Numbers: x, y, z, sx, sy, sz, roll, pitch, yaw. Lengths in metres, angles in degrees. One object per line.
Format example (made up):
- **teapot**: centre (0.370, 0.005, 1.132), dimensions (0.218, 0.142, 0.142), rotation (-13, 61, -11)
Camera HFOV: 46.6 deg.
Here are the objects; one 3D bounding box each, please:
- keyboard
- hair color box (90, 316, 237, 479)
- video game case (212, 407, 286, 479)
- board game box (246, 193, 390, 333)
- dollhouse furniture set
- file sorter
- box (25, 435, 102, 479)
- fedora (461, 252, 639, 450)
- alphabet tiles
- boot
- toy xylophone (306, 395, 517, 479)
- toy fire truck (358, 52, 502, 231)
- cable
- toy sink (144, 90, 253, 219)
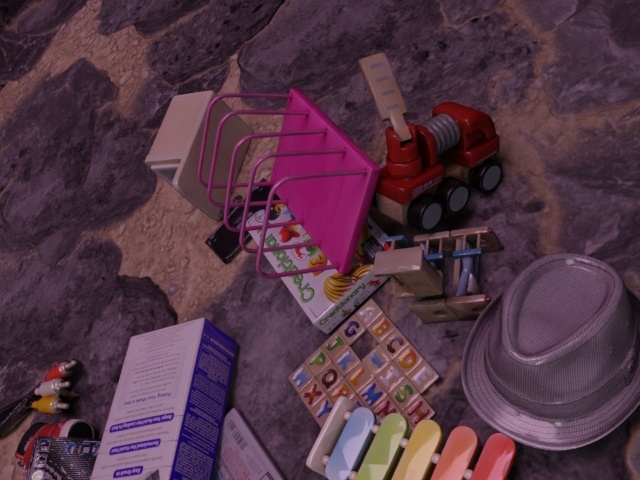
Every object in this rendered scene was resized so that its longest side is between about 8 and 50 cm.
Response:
- **keyboard**: centre (-0.159, -0.046, 1.508), dimensions (0.180, 0.023, 0.108), rotation (-47, 53, -1)
- **hair color box**: centre (-0.267, 0.315, 1.268), dimensions (0.185, 0.110, 0.339), rotation (-17, 46, 29)
- **video game case**: centre (-0.155, 0.413, 1.210), dimensions (0.193, 0.023, 0.212), rotation (-46, 47, 1)
- **board game box**: centre (0.000, 0.000, 1.346), dimensions (0.193, 0.053, 0.305), rotation (-44, 47, 4)
- **dollhouse furniture set**: centre (0.183, 0.027, 1.112), dimensions (0.128, 0.183, 0.129), rotation (-8, 58, 30)
- **file sorter**: centre (-0.071, -0.101, 1.239), dimensions (0.291, 0.182, 0.202), rotation (51, 137, 43)
- **box**: centre (-0.421, 0.441, 1.300), dimensions (0.190, 0.045, 0.184), rotation (4, 56, -1)
- **fedora**: centre (0.307, 0.119, 0.967), dimensions (0.275, 0.124, 0.243), rotation (-42, 48, -18)
- **alphabet tiles**: centre (0.072, 0.231, 1.179), dimensions (0.198, 0.009, 0.237), rotation (-44, 46, 3)
- **boot**: centre (-0.534, 0.462, 1.404), dimensions (0.176, 0.088, 0.244), rotation (-13, 52, 33)
- **toy xylophone**: centre (0.124, 0.354, 1.007), dimensions (0.322, 0.081, 0.236), rotation (8, 68, 34)
- **toy fire truck**: centre (0.165, -0.175, 1.181), dimensions (0.217, 0.247, 0.158), rotation (-31, 40, -26)
- **cable**: centre (-0.602, 0.320, 1.545), dimensions (0.287, 0.072, 0.140), rotation (-20, 47, 24)
- **toy sink**: centre (-0.266, -0.174, 1.575), dimensions (0.131, 0.153, 0.234), rotation (0, 63, 35)
